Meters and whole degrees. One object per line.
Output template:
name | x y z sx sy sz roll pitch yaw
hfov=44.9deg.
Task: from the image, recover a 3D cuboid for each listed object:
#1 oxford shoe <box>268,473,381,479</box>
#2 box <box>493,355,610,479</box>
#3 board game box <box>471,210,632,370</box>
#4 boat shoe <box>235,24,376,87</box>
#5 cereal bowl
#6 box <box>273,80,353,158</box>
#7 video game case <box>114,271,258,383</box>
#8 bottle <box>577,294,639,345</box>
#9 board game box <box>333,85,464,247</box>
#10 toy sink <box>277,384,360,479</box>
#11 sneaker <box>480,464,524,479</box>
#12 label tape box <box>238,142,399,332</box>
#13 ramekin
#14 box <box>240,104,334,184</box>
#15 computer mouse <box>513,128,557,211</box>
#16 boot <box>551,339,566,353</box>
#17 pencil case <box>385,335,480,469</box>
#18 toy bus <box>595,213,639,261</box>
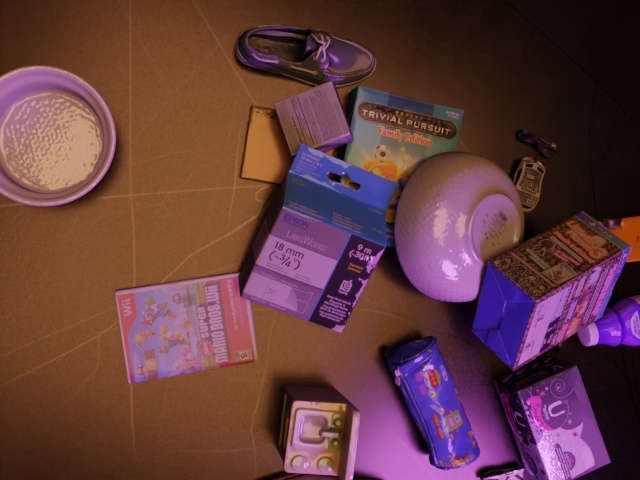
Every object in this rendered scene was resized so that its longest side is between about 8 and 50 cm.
oxford shoe | 0.020 0.581 1.704 0.348 0.130 0.123 1 90 -11
box | 0.533 0.418 1.796 0.163 0.142 0.247 -21 94 -10
board game box | 0.498 0.109 1.694 0.291 0.141 0.232 -24 139 -26
boat shoe | -0.025 -0.408 1.700 0.319 0.099 0.116 7 89 -11
cereal bowl | 0.329 -0.026 1.691 0.339 0.141 0.339 -4 97 -34
box | -0.014 -0.255 1.670 0.137 0.072 0.126 -19 84 7
video game case | -0.290 0.188 1.693 0.285 0.025 0.204 -8 92 -11
bottle | 0.759 0.192 1.862 0.283 0.092 0.118 -10 94 -11
board game box | 0.165 -0.154 1.750 0.254 0.079 0.336 11 89 -11
toy sink | -0.013 0.406 1.644 0.131 0.234 0.152 7 90 -11
sneaker | 0.431 0.562 1.830 0.109 0.040 0.043 -6 99 -8
label tape box | 0.000 0.000 1.633 0.241 0.106 0.333 21 109 -15
ramekin | -0.556 -0.205 1.581 0.277 0.135 0.277 0 90 -11
box | -0.069 -0.203 1.733 0.201 0.021 0.164 9 88 -11
computer mouse | 0.491 -0.159 1.835 0.106 0.042 0.193 22 81 -15
boot | 0.534 0.203 1.844 0.099 0.045 0.121 12 81 -13
pencil case | 0.253 0.369 1.751 0.133 0.119 0.306 -26 96 -34
toy bus | 0.770 -0.012 1.843 0.333 0.130 0.108 -7 93 -11
